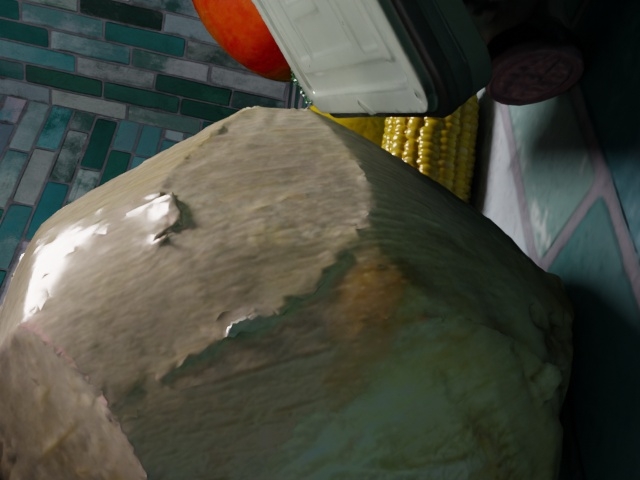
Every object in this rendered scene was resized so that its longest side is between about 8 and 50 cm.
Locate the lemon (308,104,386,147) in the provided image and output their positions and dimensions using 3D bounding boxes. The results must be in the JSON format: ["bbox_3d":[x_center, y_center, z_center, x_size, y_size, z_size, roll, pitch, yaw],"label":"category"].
[{"bbox_3d":[0.033,-0.081,0.953,0.203,0.178,0.179,-96,19,-67],"label":"lemon"}]

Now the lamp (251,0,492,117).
[{"bbox_3d":[-0.014,-0.203,0.527,0.269,0.047,0.266,59,172,-15],"label":"lamp"}]

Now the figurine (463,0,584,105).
[{"bbox_3d":[0.110,-0.262,0.478,0.361,0.253,0.211,104,-168,-76],"label":"figurine"}]

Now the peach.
[{"bbox_3d":[-0.044,-0.487,1.407,0.388,0.387,0.389,-169,90,-82],"label":"peach"}]

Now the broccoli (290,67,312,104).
[{"bbox_3d":[0.065,-0.251,1.091,0.194,0.219,0.194,-10,-79,-57],"label":"broccoli"}]

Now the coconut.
[{"bbox_3d":[-0.015,0.090,0.519,0.346,0.360,0.346,62,-177,-6],"label":"coconut"}]

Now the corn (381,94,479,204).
[{"bbox_3d":[0.098,-0.044,0.755,0.093,0.093,0.244,133,146,-74],"label":"corn"}]
